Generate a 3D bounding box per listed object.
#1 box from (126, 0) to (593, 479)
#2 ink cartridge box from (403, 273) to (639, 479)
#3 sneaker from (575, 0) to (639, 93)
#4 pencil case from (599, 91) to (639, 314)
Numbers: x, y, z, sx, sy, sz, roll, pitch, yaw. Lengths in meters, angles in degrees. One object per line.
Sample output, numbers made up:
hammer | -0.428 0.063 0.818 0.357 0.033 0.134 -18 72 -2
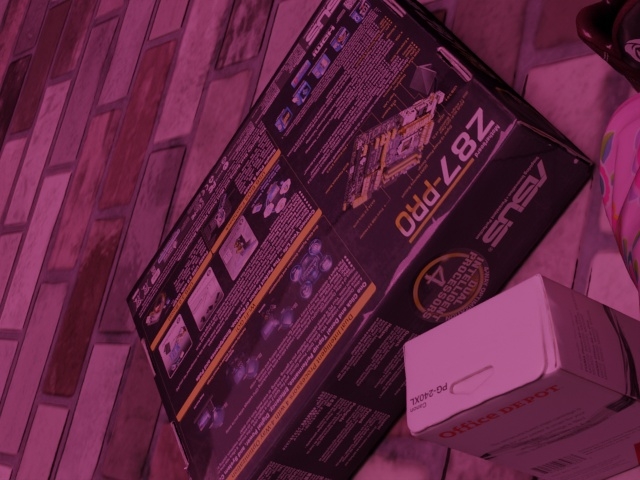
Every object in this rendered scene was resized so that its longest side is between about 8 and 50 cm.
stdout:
box | 0.000 0.000 0.950 0.395 0.097 0.318 -55 34 16
ink cartridge box | 0.137 0.086 0.664 0.109 0.150 0.063 -33 46 38
sneaker | 0.262 -0.139 0.620 0.281 0.162 0.107 -21 54 46
pencil case | 0.209 0.007 0.557 0.124 0.124 0.284 -52 8 20
